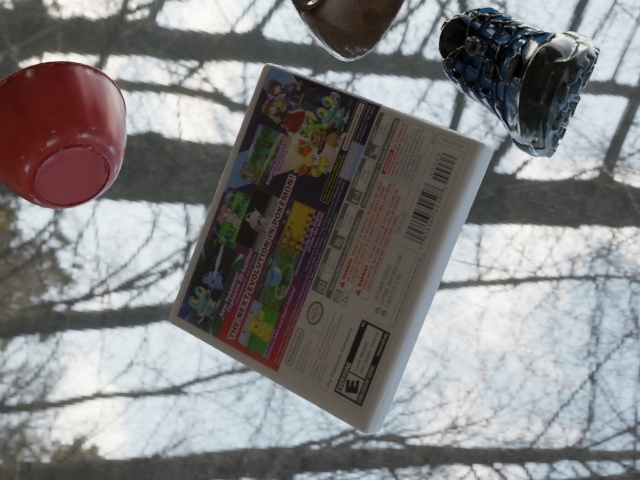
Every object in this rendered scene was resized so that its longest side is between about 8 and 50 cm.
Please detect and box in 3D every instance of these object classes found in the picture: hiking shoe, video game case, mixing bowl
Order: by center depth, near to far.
[{"bbox_3d":[0.000,0.000,0.729,0.183,0.023,0.201,25,-82,31],"label":"video game case"},{"bbox_3d":[0.167,-0.153,0.992,0.304,0.132,0.113,-70,-178,-79],"label":"hiking shoe"},{"bbox_3d":[-0.294,-0.102,1.225,0.181,0.181,0.098,-55,-133,27],"label":"mixing bowl"}]

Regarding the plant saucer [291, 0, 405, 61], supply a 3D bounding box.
[{"bbox_3d":[0.024,-0.315,0.936,0.310,0.050,0.311,-175,-90,-71],"label":"plant saucer"}]
